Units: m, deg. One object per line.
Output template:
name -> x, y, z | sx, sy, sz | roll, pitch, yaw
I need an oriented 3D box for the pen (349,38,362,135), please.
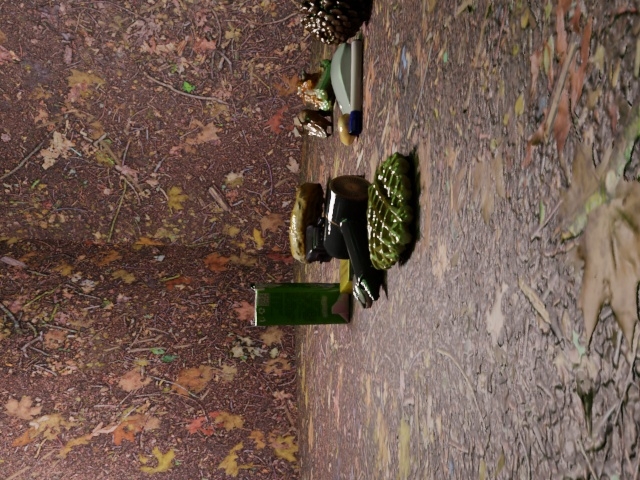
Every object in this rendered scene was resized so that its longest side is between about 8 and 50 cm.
pen -> 0.095, -0.412, 1.935 | 0.033, 0.033, 0.269 | 115, 157, -76

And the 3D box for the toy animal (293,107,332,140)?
toy animal -> -0.004, -0.427, 2.646 | 0.188, 0.179, 0.089 | 43, 143, 30

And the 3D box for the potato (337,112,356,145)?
potato -> 0.073, -0.302, 1.962 | 0.068, 0.062, 0.083 | -34, -34, -52

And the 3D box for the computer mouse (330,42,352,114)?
computer mouse -> 0.068, -0.443, 2.037 | 0.128, 0.079, 0.231 | 147, 122, -86

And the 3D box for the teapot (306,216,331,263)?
teapot -> 0.000, 0.000, 2.442 | 0.096, 0.087, 0.177 | 115, 158, -67

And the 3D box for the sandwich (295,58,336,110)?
sandwich -> -0.017, -0.545, 2.542 | 0.109, 0.159, 0.185 | 71, -159, -47

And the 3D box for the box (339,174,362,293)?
box -> 0.078, -0.012, 1.858 | 0.153, 0.040, 0.279 | 111, 162, -74

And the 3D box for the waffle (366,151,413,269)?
waffle -> 0.126, -0.054, 1.319 | 0.214, 0.054, 0.208 | 121, 155, -66

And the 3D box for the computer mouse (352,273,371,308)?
computer mouse -> 0.093, 0.109, 1.645 | 0.066, 0.039, 0.096 | 101, 170, -56

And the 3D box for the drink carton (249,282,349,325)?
drink carton -> -0.060, 0.173, 2.004 | 0.161, 0.270, 0.108 | -154, 63, -83

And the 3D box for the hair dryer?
hair dryer -> 0.080, 0.029, 1.593 | 0.352, 0.107, 0.189 | -102, 15, -51

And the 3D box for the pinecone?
pinecone -> 0.041, -0.620, 1.905 | 0.205, 0.184, 0.179 | -64, -27, -16

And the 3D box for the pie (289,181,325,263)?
pie -> -0.051, -0.072, 2.624 | 0.315, 0.092, 0.316 | 6, -90, -78
